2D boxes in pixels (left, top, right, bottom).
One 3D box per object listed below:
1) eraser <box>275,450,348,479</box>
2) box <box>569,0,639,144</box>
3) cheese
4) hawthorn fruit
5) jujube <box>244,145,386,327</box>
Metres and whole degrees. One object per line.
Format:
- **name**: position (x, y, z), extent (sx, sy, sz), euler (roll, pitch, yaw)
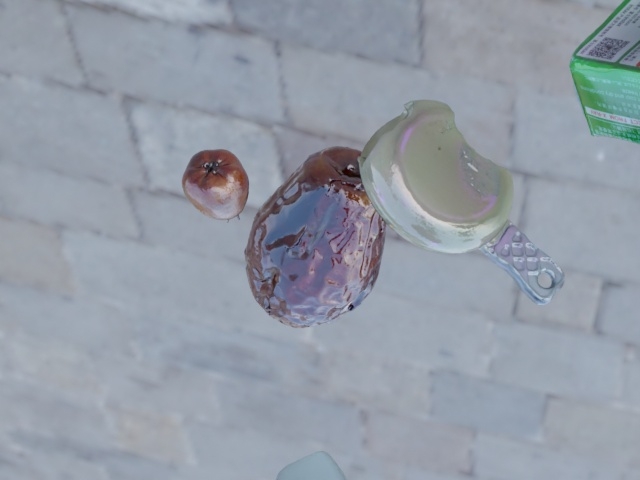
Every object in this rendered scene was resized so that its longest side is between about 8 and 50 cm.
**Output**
- **eraser**: position (0.052, 0.395, 2.015), extent (0.104, 0.189, 0.290), euler (-23, 124, 11)
- **box**: position (0.371, -0.162, 1.659), extent (0.250, 0.180, 0.103), euler (19, 145, 47)
- **cheese**: position (0.176, -0.036, 2.112), extent (0.286, 0.163, 0.082), euler (41, 157, -5)
- **hawthorn fruit**: position (-0.121, -0.060, 2.133), extent (0.081, 0.081, 0.093), euler (9, 146, 16)
- **jujube**: position (0.000, 0.000, 2.518), extent (0.197, 0.197, 0.290), euler (19, 131, -6)
